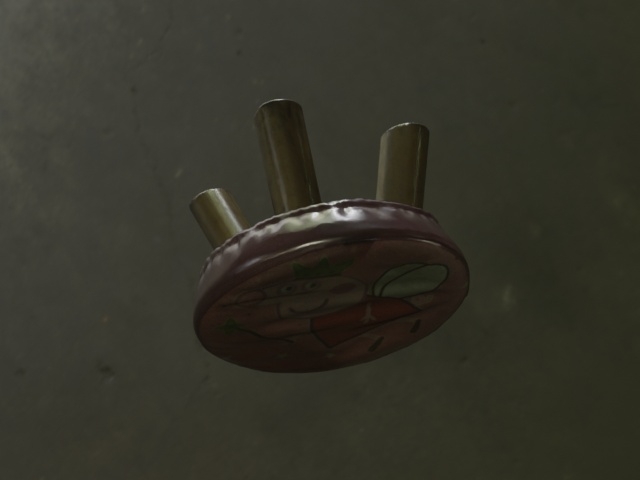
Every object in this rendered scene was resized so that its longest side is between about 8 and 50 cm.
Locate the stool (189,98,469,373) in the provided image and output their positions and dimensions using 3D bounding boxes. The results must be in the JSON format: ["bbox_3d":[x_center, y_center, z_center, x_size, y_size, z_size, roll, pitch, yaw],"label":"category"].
[{"bbox_3d":[0.000,0.000,1.440,0.272,0.272,0.178,4,57,-25],"label":"stool"}]
